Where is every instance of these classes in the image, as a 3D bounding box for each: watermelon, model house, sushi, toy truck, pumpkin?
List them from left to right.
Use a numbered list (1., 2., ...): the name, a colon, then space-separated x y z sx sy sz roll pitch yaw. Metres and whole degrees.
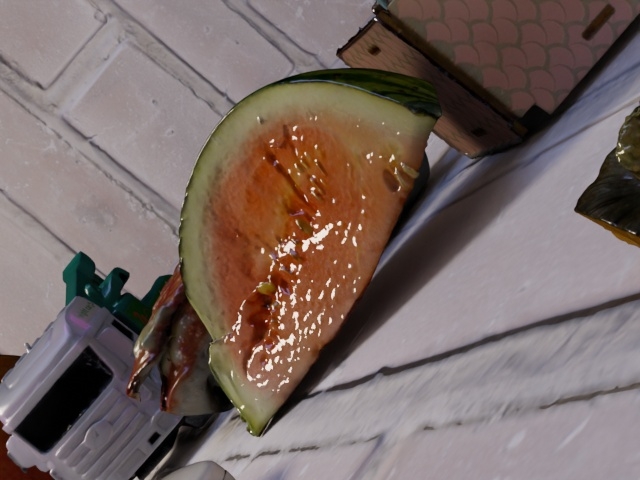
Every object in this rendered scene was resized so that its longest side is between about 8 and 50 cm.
1. toy truck: -0.195 0.121 1.409 0.176 0.178 0.363 -49 10 10
2. watermelon: -0.026 -0.029 1.009 0.159 0.128 0.303 -82 17 -51
3. sushi: -0.029 0.007 1.192 0.332 0.130 0.124 -56 12 4
4. model house: 0.118 -0.182 1.029 0.326 0.169 0.244 -41 14 49
5. pumpkin: 0.138 -0.030 0.580 0.074 0.054 0.083 -55 12 2

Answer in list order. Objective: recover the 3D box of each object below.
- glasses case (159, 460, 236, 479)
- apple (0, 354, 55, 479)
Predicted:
1. glasses case: -0.116 0.201 0.975 0.204 0.051 0.081 -41 13 53
2. apple: -0.388 0.245 1.770 0.234 0.234 0.234 -49 7 8
